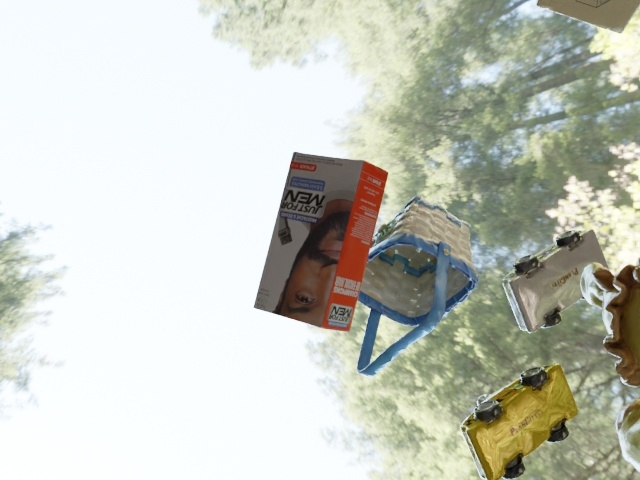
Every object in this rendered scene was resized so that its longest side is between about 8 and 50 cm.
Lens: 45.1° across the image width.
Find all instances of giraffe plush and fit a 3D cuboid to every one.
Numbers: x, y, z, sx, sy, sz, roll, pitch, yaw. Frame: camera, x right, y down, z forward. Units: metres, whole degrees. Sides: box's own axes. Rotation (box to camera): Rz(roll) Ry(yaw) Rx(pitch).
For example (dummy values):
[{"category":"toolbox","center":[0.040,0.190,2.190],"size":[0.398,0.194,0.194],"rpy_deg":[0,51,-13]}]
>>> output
[{"category":"giraffe plush","center":[0.264,0.082,0.544],"size":[0.210,0.181,0.170],"rpy_deg":[-24,-90,-41]}]

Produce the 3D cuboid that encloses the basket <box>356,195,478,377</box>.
[{"category":"basket","center":[0.156,0.087,1.408],"size":[0.201,0.255,0.288],"rpy_deg":[25,-132,-17]}]

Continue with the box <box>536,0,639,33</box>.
[{"category":"box","center":[0.472,-0.443,1.296],"size":[0.165,0.201,0.021],"rpy_deg":[20,-114,4]}]

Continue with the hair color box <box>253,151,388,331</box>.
[{"category":"hair color box","center":[0.000,0.000,0.777],"size":[0.053,0.093,0.167],"rpy_deg":[16,-94,-53]}]

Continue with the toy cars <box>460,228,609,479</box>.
[{"category":"toy cars","center":[0.290,0.149,1.081],"size":[0.176,0.087,0.393],"rpy_deg":[29,-109,-25]}]
